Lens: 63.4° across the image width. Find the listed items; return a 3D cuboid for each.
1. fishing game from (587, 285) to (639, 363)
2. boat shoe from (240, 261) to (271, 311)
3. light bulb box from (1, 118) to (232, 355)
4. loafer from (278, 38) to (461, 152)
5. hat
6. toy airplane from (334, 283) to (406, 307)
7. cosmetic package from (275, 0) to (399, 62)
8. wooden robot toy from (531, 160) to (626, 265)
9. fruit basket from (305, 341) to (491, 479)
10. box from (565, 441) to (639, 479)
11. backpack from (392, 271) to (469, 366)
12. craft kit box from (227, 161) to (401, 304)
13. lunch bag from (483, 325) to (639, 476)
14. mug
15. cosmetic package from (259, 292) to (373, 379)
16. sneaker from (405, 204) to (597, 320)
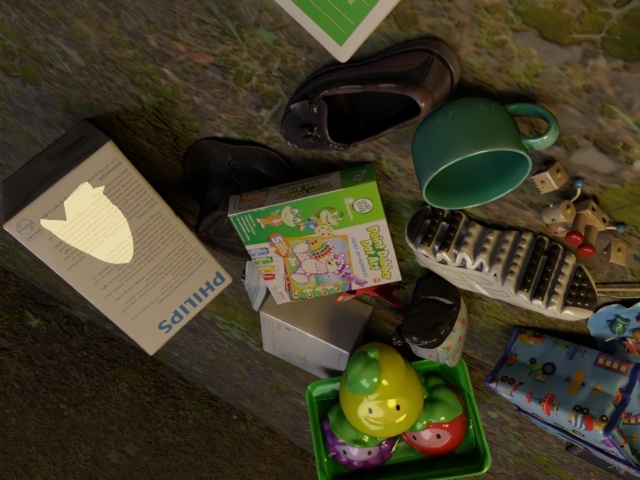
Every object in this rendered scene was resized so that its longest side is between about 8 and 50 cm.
[{"bbox_3d":[0.518,0.161,0.809,0.189,0.041,0.264,0,137,44],"label":"fishing game"},{"bbox_3d":[-0.148,0.088,1.243,0.081,0.079,0.227,34,144,13],"label":"boat shoe"},{"bbox_3d":[-0.419,-0.021,1.059,0.358,0.225,0.361,31,161,54],"label":"light bulb box"},{"bbox_3d":[0.037,-0.175,0.694,0.302,0.095,0.109,-9,130,46],"label":"loafer"},{"bbox_3d":[-0.156,-0.041,1.009,0.331,0.134,0.331,21,148,14],"label":"hat"},{"bbox_3d":[0.096,0.098,1.014,0.151,0.151,0.028,9,106,32],"label":"toy airplane"},{"bbox_3d":[0.071,-0.340,0.386,0.197,0.155,0.365,39,149,-10],"label":"cosmetic package"},{"bbox_3d":[0.327,-0.022,0.692,0.173,0.076,0.079,41,158,-14],"label":"wooden robot toy"},{"bbox_3d":[0.148,0.371,1.098,0.392,0.283,0.392,-9,160,-3],"label":"fruit basket"},{"bbox_3d":[0.635,0.415,1.041,0.183,0.059,0.233,24,147,10],"label":"box"},{"bbox_3d":[0.216,0.165,0.974,0.115,0.152,0.182,25,161,28],"label":"backpack"},{"bbox_3d":[0.000,0.000,0.908,0.246,0.061,0.250,-15,134,9],"label":"craft kit box"},{"bbox_3d":[0.472,0.314,0.947,0.221,0.138,0.293,14,151,50],"label":"lunch bag"},{"bbox_3d":[0.192,-0.114,0.639,0.157,0.097,0.129,-9,153,-2],"label":"mug"},{"bbox_3d":[-0.014,0.213,1.236,0.224,0.138,0.224,22,147,12],"label":"cosmetic package"},{"bbox_3d":[0.272,0.042,0.804,0.292,0.110,0.118,26,156,24],"label":"sneaker"}]
